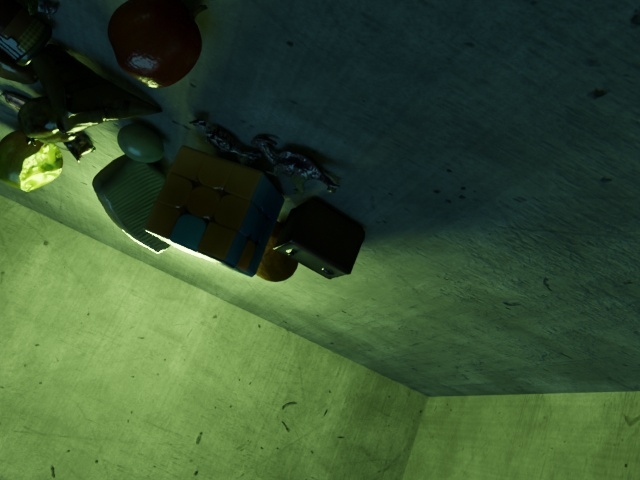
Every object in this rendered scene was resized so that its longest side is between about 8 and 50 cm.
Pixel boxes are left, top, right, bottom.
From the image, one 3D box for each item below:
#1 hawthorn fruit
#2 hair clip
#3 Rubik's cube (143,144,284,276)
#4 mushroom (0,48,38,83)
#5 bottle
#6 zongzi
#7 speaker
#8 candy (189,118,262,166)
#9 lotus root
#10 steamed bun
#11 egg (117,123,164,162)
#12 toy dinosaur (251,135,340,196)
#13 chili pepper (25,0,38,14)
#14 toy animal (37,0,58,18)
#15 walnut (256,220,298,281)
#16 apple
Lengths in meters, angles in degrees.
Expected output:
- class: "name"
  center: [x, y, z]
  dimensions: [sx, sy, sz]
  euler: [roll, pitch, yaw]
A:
- class: "hawthorn fruit"
  center: [-0.331, -0.437, 1.257]
  dimensions: [0.226, 0.196, 0.196]
  euler: [-25, 136, 24]
- class: "hair clip"
  center: [-0.977, -0.421, 2.121]
  dimensions: [0.359, 0.095, 0.110]
  euler: [40, -170, -18]
- class: "Rubik's cube"
  center: [-0.317, -0.082, 1.844]
  dimensions: [0.291, 0.291, 0.290]
  euler: [20, 172, 14]
- class: "mushroom"
  center: [-0.958, -0.542, 1.778]
  dimensions: [0.210, 0.072, 0.094]
  euler: [32, 149, -21]
- class: "bottle"
  center: [-0.819, -0.573, 1.470]
  dimensions: [0.271, 0.156, 0.143]
  euler: [40, -174, -37]
- class: "zongzi"
  center: [-0.632, -0.446, 1.677]
  dimensions: [0.260, 0.289, 0.123]
  euler: [60, 146, 12]
- class: "speaker"
  center: [0.000, 0.000, 1.918]
  dimensions: [0.231, 0.192, 0.153]
  euler: [30, 158, -19]
- class: "candy"
  center: [-0.274, -0.290, 1.709]
  dimensions: [0.226, 0.051, 0.094]
  euler: [30, 148, -21]
- class: "lotus root"
  center: [-0.879, -0.392, 1.949]
  dimensions: [0.309, 0.173, 0.173]
  euler: [6, 153, 40]
- class: "steamed bun"
  center: [-0.656, -0.153, 2.141]
  dimensions: [0.236, 0.247, 0.383]
  euler: [35, 166, 47]
- class: "egg"
  center: [-0.570, -0.307, 1.879]
  dimensions: [0.152, 0.114, 0.114]
  euler: [27, 159, -21]
- class: "toy dinosaur"
  center: [-0.071, -0.199, 1.667]
  dimensions: [0.294, 0.077, 0.162]
  euler: [20, 157, 11]
- class: "chili pepper"
  center: [-0.763, -0.656, 1.290]
  dimensions: [0.359, 0.076, 0.085]
  euler: [43, 179, -34]
- class: "toy animal"
  center: [-0.677, -0.574, 1.464]
  dimensions: [0.084, 0.028, 0.050]
  euler: [13, 156, 18]
- class: "walnut"
  center: [-0.183, 0.026, 2.164]
  dimensions: [0.209, 0.209, 0.336]
  euler: [17, 155, 17]
- class: "apple"
  center: [-1.166, -0.308, 2.351]
  dimensions: [0.246, 0.226, 0.246]
  euler: [21, 162, 7]
